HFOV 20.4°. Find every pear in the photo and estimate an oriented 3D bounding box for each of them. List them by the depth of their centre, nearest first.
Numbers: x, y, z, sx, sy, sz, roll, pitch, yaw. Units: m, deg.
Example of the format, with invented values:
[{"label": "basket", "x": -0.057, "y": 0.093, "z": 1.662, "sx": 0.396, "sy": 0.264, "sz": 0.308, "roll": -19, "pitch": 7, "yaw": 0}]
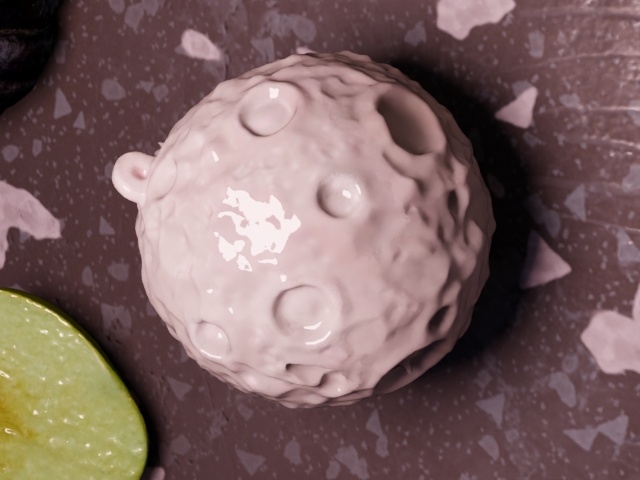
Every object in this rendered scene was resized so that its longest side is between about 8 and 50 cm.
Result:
[{"label": "pear", "x": -0.293, "y": 0.200, "z": 2.048, "sx": 0.239, "sy": 0.139, "sz": 0.288, "roll": 24, "pitch": 111, "yaw": 14}]

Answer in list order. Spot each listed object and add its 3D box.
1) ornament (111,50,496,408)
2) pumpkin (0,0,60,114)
[{"label": "ornament", "x": 0.000, "y": 0.000, "z": 1.652, "sx": 0.337, "sy": 0.337, "sz": 0.337, "roll": 9, "pitch": 106, "yaw": 34}, {"label": "pumpkin", "x": -0.458, "y": -0.284, "z": 1.967, "sx": 0.363, "sy": 0.266, "sz": 0.363, "roll": 6, "pitch": 100, "yaw": 36}]
